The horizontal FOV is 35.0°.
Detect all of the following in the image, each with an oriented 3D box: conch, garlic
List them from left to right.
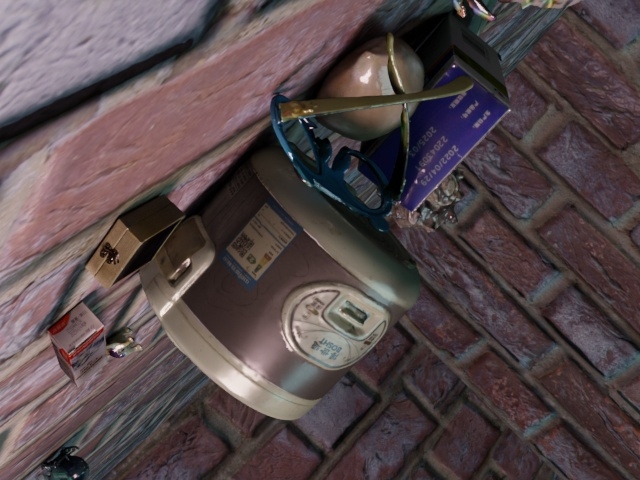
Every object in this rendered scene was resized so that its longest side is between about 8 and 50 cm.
[{"bbox_3d":[0.065,-0.188,1.280,0.143,0.112,0.318,-49,-174,9],"label":"garlic"},{"bbox_3d":[0.212,-0.138,2.075,0.186,0.240,0.313,-33,-166,24],"label":"conch"}]

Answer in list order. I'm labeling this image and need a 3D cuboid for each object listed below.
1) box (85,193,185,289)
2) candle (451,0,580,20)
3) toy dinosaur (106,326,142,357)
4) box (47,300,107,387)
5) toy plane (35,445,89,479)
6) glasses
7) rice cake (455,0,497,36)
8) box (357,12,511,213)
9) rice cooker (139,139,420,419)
[{"bbox_3d":[-0.186,0.001,1.015,0.079,0.035,0.083,-49,175,35],"label":"box"},{"bbox_3d":[0.191,-0.299,0.868,0.187,0.187,0.330,-43,177,-29],"label":"candle"},{"bbox_3d":[-0.282,0.147,1.449,0.058,0.037,0.180,-22,171,8],"label":"toy dinosaur"},{"bbox_3d":[-0.286,0.127,1.205,0.055,0.039,0.218,-42,174,-19],"label":"box"},{"bbox_3d":[-0.485,0.448,1.929,0.060,0.096,0.235,-39,-170,-37],"label":"toy plane"},{"bbox_3d":[0.059,-0.136,1.135,0.207,0.102,0.239,-53,139,3],"label":"glasses"},{"bbox_3d":[0.246,-0.362,1.603,0.080,0.042,0.222,-49,175,-5],"label":"rice cake"},{"bbox_3d":[0.160,-0.192,1.459,0.200,0.106,0.299,-48,-168,22],"label":"box"},{"bbox_3d":[-0.051,0.053,1.232,0.277,0.288,0.288,-45,175,9],"label":"rice cooker"}]
